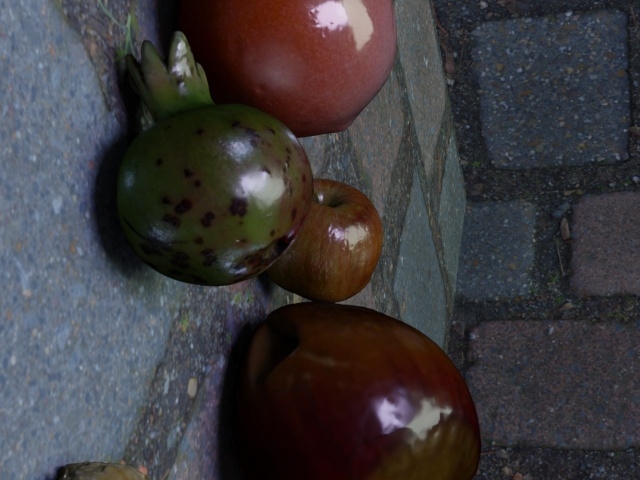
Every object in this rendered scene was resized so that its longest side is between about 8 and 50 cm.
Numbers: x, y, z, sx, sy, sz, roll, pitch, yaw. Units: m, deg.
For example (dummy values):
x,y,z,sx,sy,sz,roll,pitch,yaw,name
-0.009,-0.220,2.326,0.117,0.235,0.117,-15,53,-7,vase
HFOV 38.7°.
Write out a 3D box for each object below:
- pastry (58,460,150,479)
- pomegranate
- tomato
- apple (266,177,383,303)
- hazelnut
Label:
x,y,z,sx,sy,sz,roll,pitch,yaw,name
-0.232,0.336,0.961,0.182,0.093,0.192,68,26,-52,pastry
-0.157,-0.088,1.099,0.306,0.242,0.242,47,27,-6,pomegranate
-0.041,-0.293,1.270,0.321,0.322,0.321,-2,90,-72,tomato
0.000,0.000,1.537,0.211,0.211,0.188,-61,167,-58,apple
0.063,0.283,1.432,0.429,0.402,0.402,40,49,-52,hazelnut
